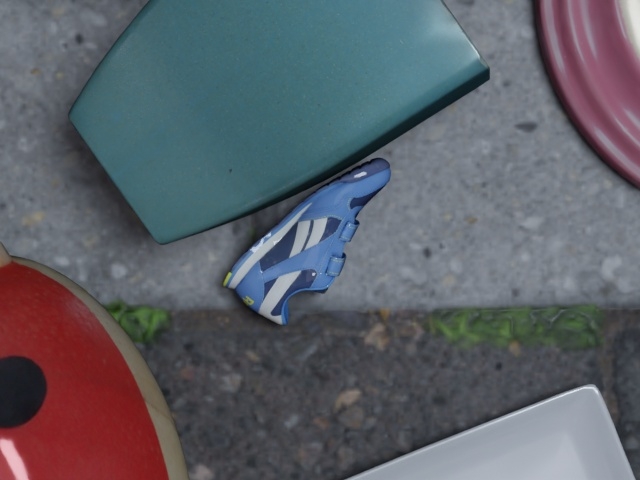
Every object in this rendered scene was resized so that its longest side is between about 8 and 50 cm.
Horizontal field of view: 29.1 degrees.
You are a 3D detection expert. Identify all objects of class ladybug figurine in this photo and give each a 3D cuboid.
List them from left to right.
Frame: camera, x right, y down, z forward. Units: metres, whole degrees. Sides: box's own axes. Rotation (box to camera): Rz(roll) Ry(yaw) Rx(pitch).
[{"bbox_3d":[-0.239,0.221,0.814,0.305,0.162,0.449,-2,91,2],"label":"ladybug figurine"}]

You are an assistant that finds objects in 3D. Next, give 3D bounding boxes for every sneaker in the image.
[{"bbox_3d":[0.000,0.000,0.859,0.144,0.053,0.059,-42,89,11],"label":"sneaker"}]

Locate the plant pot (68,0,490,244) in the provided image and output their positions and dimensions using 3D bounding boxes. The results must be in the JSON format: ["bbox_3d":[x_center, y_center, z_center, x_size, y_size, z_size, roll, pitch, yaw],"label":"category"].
[{"bbox_3d":[-0.032,-0.107,0.806,0.234,0.166,0.165,-36,89,9],"label":"plant pot"}]

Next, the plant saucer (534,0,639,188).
[{"bbox_3d":[0.315,-0.174,0.829,0.332,0.084,0.332,0,90,2],"label":"plant saucer"}]

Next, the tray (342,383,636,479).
[{"bbox_3d":[0.093,0.213,0.868,0.270,0.030,0.145,-22,89,2],"label":"tray"}]
